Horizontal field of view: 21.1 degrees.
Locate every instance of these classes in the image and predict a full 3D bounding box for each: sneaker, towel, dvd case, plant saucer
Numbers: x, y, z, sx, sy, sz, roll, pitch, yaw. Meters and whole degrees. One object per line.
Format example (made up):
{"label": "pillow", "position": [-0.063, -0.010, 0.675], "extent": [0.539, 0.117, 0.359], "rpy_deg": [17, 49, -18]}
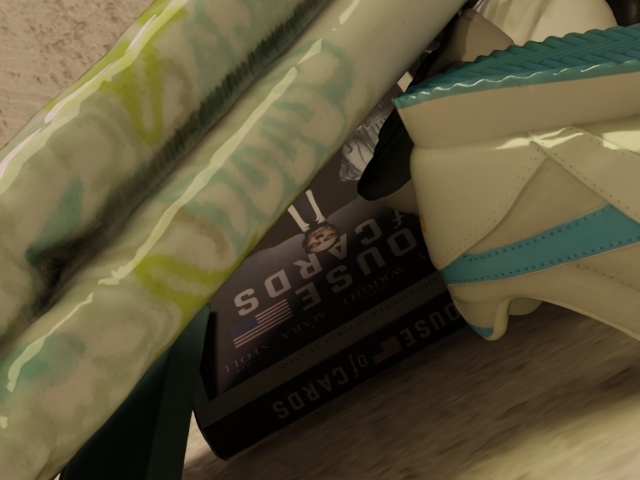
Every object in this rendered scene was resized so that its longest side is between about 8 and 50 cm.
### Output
{"label": "sneaker", "position": [0.135, -0.019, 0.504], "extent": [0.229, 0.092, 0.087], "rpy_deg": [-3, 17, 34]}
{"label": "towel", "position": [-0.064, -0.019, 0.666], "extent": [0.374, 0.090, 0.320], "rpy_deg": [-50, 1, -27]}
{"label": "dvd case", "position": [0.000, 0.000, 0.897], "extent": [0.179, 0.029, 0.238], "rpy_deg": [-30, 29, 2]}
{"label": "plant saucer", "position": [-0.090, 0.086, 0.788], "extent": [0.067, 0.018, 0.192], "rpy_deg": [-29, 24, 16]}
{"label": "sneaker", "position": [0.108, -0.053, 0.804], "extent": [0.111, 0.129, 0.297], "rpy_deg": [-59, -2, 26]}

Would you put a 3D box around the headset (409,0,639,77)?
{"label": "headset", "position": [0.132, -0.185, 1.200], "extent": [0.243, 0.185, 0.394], "rpy_deg": [-21, 27, -24]}
